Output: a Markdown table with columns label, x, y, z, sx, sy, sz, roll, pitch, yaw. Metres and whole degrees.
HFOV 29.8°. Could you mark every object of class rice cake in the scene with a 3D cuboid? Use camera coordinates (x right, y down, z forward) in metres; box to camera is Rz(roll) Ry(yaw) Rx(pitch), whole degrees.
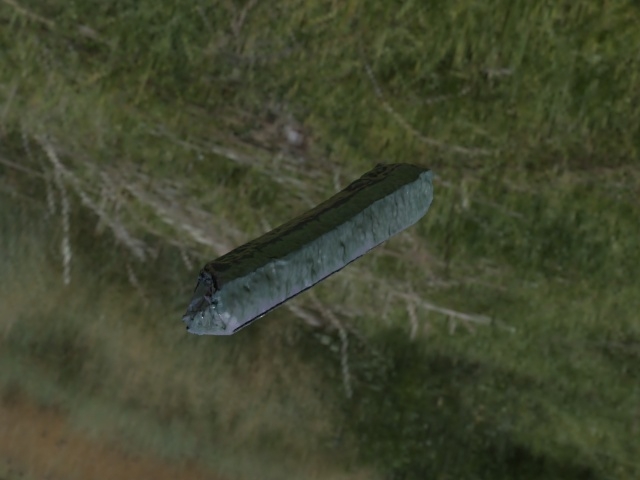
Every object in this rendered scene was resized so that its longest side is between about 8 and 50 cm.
| label | x | y | z | sx | sy | sz | roll | pitch | yaw |
| --- | --- | --- | --- | --- | --- | --- | --- | --- | --- |
| rice cake | 0.000 | 0.000 | 0.580 | 0.033 | 0.033 | 0.208 | 6 | -160 | 29 |
